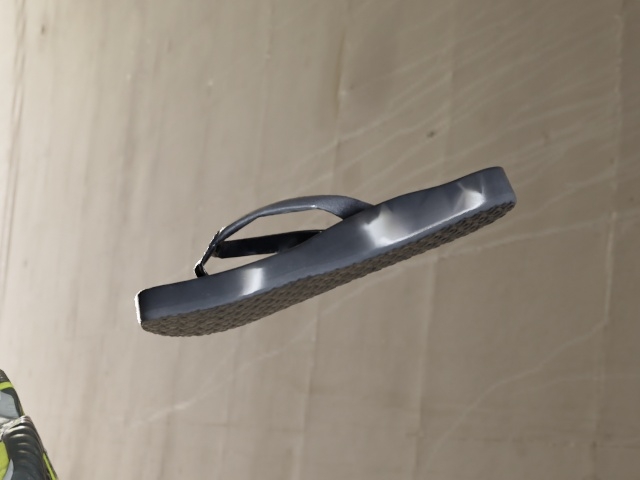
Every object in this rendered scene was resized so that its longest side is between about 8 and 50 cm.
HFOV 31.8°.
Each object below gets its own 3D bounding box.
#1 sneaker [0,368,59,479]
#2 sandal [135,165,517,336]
[{"bbox_3d":[-0.337,0.247,1.117,0.385,0.147,0.145,15,-54,65],"label":"sneaker"},{"bbox_3d":[0.000,0.000,0.704,0.054,0.254,0.097,66,-21,10],"label":"sandal"}]
